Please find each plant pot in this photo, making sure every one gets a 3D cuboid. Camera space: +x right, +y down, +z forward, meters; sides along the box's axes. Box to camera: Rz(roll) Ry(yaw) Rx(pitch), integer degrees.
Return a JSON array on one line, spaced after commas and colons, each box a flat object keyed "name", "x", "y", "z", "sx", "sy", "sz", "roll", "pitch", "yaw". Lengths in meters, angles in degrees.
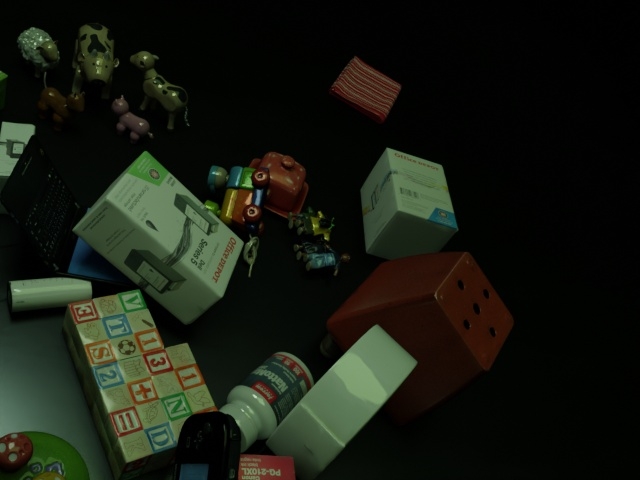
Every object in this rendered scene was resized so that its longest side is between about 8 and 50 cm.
[{"name": "plant pot", "x": 0.224, "y": 0.170, "z": 1.323, "sx": 0.267, "sy": 0.235, "sz": 0.267, "roll": 55, "pitch": 42, "yaw": -5}]

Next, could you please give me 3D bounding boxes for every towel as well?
[{"name": "towel", "x": 0.151, "y": -0.489, "z": 2.112, "sx": 0.198, "sy": 0.031, "sz": 0.275, "roll": 31, "pitch": 42, "yaw": -3}]

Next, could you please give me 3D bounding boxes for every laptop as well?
[{"name": "laptop", "x": -0.440, "y": -0.055, "z": 1.228, "sx": 0.136, "sy": 0.265, "sz": 0.234, "roll": -18, "pitch": 35, "yaw": 4}]

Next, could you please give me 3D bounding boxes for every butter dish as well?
[{"name": "butter dish", "x": -0.096, "y": -0.154, "z": 1.581, "sx": 0.160, "sy": 0.118, "sz": 0.160, "roll": 26, "pitch": 42, "yaw": -7}]

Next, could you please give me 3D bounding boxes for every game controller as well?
[{"name": "game controller", "x": -0.175, "y": 0.404, "z": 0.916, "sx": 0.067, "sy": 0.166, "sz": 0.320, "roll": 22, "pitch": 62, "yaw": -38}]

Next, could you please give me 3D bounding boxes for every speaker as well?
[{"name": "speaker", "x": -0.479, "y": 0.093, "z": 1.165, "sx": 0.136, "sy": 0.055, "sz": 0.055, "roll": -4, "pitch": 53, "yaw": -34}]

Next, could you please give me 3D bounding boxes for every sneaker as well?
[{"name": "sneaker", "x": 0.083, "y": 0.195, "z": 1.395, "sx": 0.188, "sy": 0.071, "sz": 0.066, "roll": -23, "pitch": 65, "yaw": -42}]

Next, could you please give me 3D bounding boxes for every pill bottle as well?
[{"name": "pill bottle", "x": -0.103, "y": 0.289, "z": 1.168, "sx": 0.108, "sy": 0.108, "sz": 0.180, "roll": 42, "pitch": 43, "yaw": 11}]

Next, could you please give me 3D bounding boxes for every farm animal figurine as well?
[{"name": "farm animal figurine", "x": -0.494, "y": -0.391, "z": 1.524, "sx": 0.330, "sy": 0.172, "sz": 0.327, "roll": -10, "pitch": 57, "yaw": -37}]

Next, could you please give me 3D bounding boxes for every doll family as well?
[{"name": "doll family", "x": 0.000, "y": 0.000, "z": 1.523, "sx": 0.111, "sy": 0.076, "sz": 0.193, "roll": -1, "pitch": 70, "yaw": -30}]

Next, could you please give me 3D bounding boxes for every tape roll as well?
[{"name": "tape roll", "x": 0.038, "y": 0.280, "z": 1.129, "sx": 0.100, "sy": 0.286, "sz": 0.286, "roll": 43, "pitch": 43, "yaw": 11}]

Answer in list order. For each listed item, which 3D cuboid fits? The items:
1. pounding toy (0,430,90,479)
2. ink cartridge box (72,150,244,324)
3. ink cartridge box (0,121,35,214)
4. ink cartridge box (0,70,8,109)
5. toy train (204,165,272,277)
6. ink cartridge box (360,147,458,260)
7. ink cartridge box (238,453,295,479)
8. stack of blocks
[{"name": "pounding toy", "x": -0.416, "y": 0.359, "z": 0.912, "sx": 0.182, "sy": 0.110, "sz": 0.237, "roll": 19, "pitch": 43, "yaw": -14}, {"name": "ink cartridge box", "x": -0.293, "y": -0.005, "z": 1.241, "sx": 0.273, "sy": 0.114, "sz": 0.198, "roll": 44, "pitch": 27, "yaw": -19}, {"name": "ink cartridge box", "x": -0.593, "y": -0.140, "z": 1.276, "sx": 0.063, "sy": 0.109, "sz": 0.151, "roll": 3, "pitch": 49, "yaw": -22}, {"name": "ink cartridge box", "x": -0.811, "y": -0.331, "z": 1.335, "sx": 0.255, "sy": 0.097, "sz": 0.189, "roll": 32, "pitch": 42, "yaw": -2}, {"name": "toy train", "x": -0.198, "y": -0.049, "z": 1.451, "sx": 0.143, "sy": 0.105, "sz": 0.248, "roll": 10, "pitch": 70, "yaw": 3}, {"name": "ink cartridge box", "x": 0.216, "y": -0.082, "z": 1.663, "sx": 0.171, "sy": 0.168, "sz": 0.233, "roll": 16, "pitch": 44, "yaw": -18}, {"name": "ink cartridge box", "x": -0.102, "y": 0.461, "z": 0.958, "sx": 0.100, "sy": 0.172, "sz": 0.237, "roll": 11, "pitch": 46, "yaw": -22}, {"name": "stack of blocks", "x": -0.306, "y": 0.232, "z": 1.114, "sx": 0.171, "sy": 0.087, "sz": 0.297, "roll": -10, "pitch": 57, "yaw": -37}]
